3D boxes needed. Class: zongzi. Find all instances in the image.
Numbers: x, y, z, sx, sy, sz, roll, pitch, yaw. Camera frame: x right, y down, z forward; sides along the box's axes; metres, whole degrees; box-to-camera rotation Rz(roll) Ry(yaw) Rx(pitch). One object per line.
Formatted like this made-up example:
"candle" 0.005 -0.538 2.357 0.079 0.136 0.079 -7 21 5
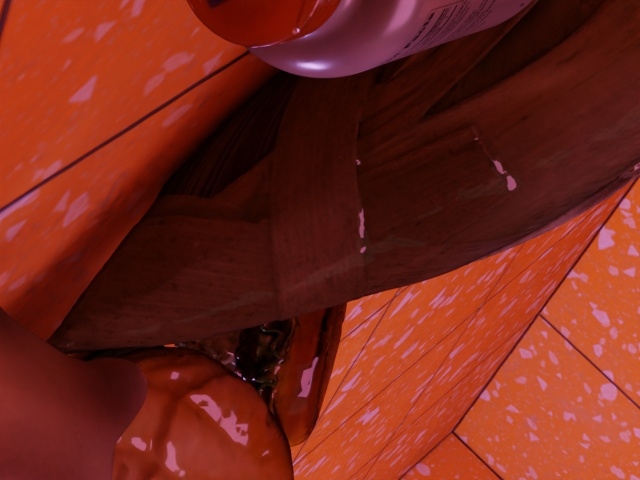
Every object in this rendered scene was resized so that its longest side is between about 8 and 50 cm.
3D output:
"zongzi" 0.085 -0.061 1.395 0.467 0.218 0.500 -39 -172 -34

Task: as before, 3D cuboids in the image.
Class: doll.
"doll" -0.288 0.210 1.291 0.370 0.215 0.226 -46 -154 19

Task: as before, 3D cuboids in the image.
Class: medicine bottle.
"medicine bottle" 0.028 -0.186 1.198 0.157 0.157 0.289 -53 166 29

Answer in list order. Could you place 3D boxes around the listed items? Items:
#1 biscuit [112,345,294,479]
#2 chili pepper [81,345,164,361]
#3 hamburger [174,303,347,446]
"biscuit" -0.129 0.229 1.499 0.102 0.296 0.296 -3 -161 38
"chili pepper" -0.219 0.137 1.661 0.227 0.059 0.088 -20 147 -55
"hamburger" -0.054 0.076 1.736 0.243 0.139 0.261 -64 166 -69
